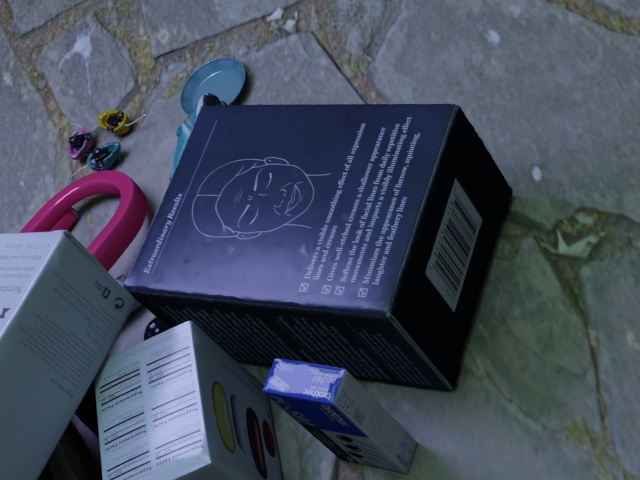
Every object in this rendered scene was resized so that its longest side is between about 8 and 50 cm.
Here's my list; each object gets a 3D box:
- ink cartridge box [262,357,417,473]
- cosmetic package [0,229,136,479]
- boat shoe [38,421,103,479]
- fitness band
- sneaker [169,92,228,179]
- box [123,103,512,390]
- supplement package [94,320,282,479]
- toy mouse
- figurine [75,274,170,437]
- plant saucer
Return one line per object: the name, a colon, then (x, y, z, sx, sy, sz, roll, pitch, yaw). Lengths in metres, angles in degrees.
ink cartridge box: (0.026, 0.205, 1.459, 0.097, 0.207, 0.046, 6, 62, 34)
cosmetic package: (-0.418, 0.184, 1.521, 0.217, 0.156, 0.385, -2, 50, 40)
boat shoe: (-0.356, 0.308, 1.690, 0.092, 0.103, 0.285, -37, 53, -3)
fitness band: (-0.383, 0.013, 1.909, 0.209, 0.054, 0.291, 12, 58, 45)
sneaker: (-0.168, -0.093, 1.876, 0.110, 0.107, 0.275, -37, 40, 30)
box: (0.000, 0.000, 1.615, 0.396, 0.212, 0.293, 5, 62, 32)
supplement package: (-0.159, 0.248, 1.548, 0.149, 0.194, 0.203, -26, 50, 15)
toy mouse: (-0.367, -0.149, 2.058, 0.161, 0.031, 0.143, 12, 66, 36)
figurine: (-0.295, 0.151, 1.781, 0.209, 0.092, 0.215, -46, 46, -16)
plant saucer: (-0.168, -0.239, 2.009, 0.119, 0.021, 0.119, -16, 52, 21)
